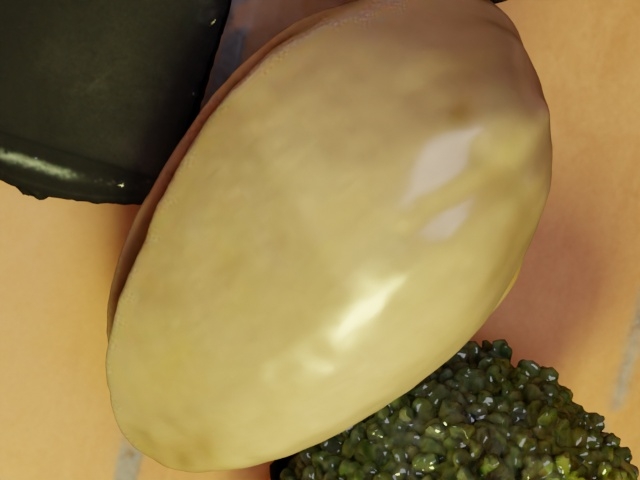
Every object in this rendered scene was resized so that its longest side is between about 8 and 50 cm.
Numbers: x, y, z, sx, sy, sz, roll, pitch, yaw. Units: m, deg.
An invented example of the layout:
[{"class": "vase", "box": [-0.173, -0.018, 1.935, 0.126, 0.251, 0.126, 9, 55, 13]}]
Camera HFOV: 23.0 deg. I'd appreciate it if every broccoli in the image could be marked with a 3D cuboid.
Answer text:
[{"class": "broccoli", "box": [0.090, 0.198, 0.945, 0.242, 0.180, 0.273, -35, 107, -10]}]

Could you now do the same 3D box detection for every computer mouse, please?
[{"class": "computer mouse", "box": [-0.122, -0.162, 0.867, 0.168, 0.087, 0.295, 18, 113, 0]}]

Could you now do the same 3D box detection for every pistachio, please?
[{"class": "pistachio", "box": [0.000, 0.000, 0.862, 0.214, 0.193, 0.318, 33, 110, -32]}]

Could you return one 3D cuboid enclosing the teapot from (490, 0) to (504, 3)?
[{"class": "teapot", "box": [0.087, -0.264, 0.885, 0.183, 0.183, 0.250, 30, 77, -19]}]
